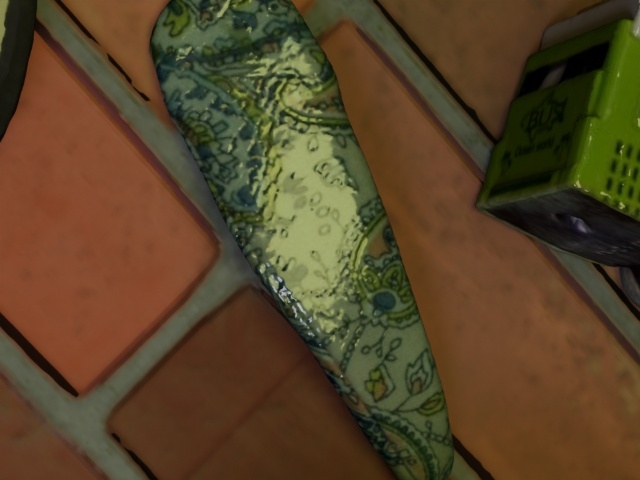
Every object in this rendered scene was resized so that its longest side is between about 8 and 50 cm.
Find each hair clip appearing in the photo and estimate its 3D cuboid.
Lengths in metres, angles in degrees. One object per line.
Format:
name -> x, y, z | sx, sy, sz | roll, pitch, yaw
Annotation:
hair clip -> 0.000, 0.000, 0.742 | 0.066, 0.036, 0.229 | -27, 98, -12

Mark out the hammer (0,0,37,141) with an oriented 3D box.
hammer -> -0.305, -0.132, 0.629 | 0.440, 0.044, 0.168 | 19, 83, -19

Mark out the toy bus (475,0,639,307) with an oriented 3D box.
toy bus -> 0.227, -0.018, 0.790 | 0.301, 0.113, 0.139 | 18, 79, -18
